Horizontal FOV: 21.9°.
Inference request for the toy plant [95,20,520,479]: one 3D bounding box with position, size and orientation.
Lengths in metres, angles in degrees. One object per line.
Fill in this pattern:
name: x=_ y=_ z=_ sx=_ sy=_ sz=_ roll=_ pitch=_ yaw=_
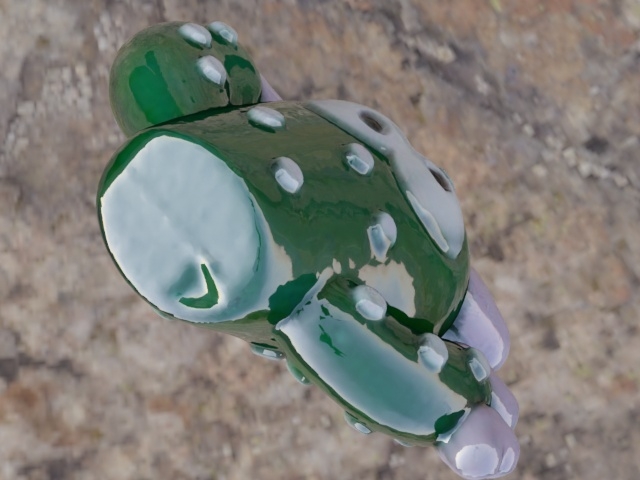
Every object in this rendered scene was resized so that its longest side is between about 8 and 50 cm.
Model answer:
toy plant: x=-0.003 y=-0.004 z=0.729 sx=0.232 sy=0.243 sz=0.112 roll=42 pitch=107 yaw=-10
